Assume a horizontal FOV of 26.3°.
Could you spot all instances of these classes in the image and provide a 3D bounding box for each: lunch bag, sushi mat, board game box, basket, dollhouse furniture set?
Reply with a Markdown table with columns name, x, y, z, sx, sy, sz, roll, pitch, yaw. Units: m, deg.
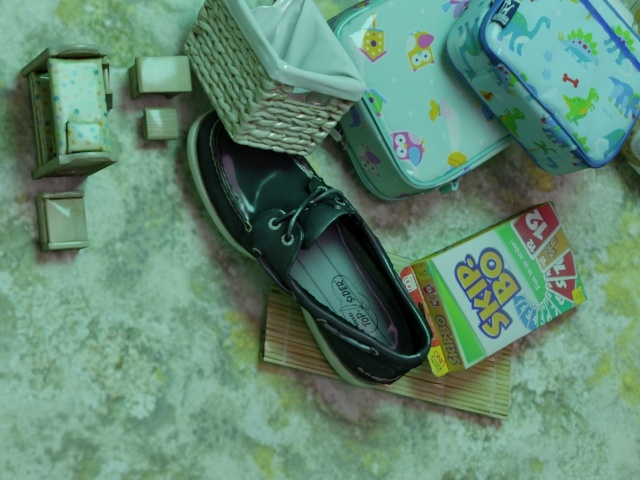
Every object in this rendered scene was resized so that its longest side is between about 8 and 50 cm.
| name | x | y | z | sx | sy | sz | roll | pitch | yaw |
| --- | --- | --- | --- | --- | --- | --- | --- | --- | --- |
| lunch bag | 0.250 | -0.195 | 1.453 | 0.219 | 0.090 | 0.176 | 46 | 63 | -18 |
| sushi mat | 0.082 | 0.090 | 1.484 | 0.316 | 0.019 | 0.151 | 17 | 76 | -25 |
| board game box | 0.194 | 0.050 | 1.509 | 0.259 | 0.039 | 0.124 | -23 | 94 | -40 |
| basket | -0.051 | -0.175 | 1.358 | 0.113 | 0.103 | 0.167 | 8 | 40 | -39 |
| dollhouse furniture set | -0.187 | -0.090 | 1.319 | 0.161 | 0.101 | 0.182 | -5 | 85 | -28 |
| lunch bag | 0.127 | -0.176 | 1.495 | 0.279 | 0.108 | 0.224 | -32 | 101 | -27 |

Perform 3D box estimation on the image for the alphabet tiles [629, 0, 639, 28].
| name | x | y | z | sx | sy | sz | roll | pitch | yaw |
| --- | --- | --- | --- | --- | --- | --- | --- | --- | --- |
| alphabet tiles | 0.385 | -0.375 | 1.715 | 0.198 | 0.009 | 0.237 | 47 | 65 | -15 |

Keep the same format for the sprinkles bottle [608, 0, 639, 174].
| name | x | y | z | sx | sy | sz | roll | pitch | yaw |
| --- | --- | --- | --- | --- | --- | --- | --- | --- | --- |
| sprinkles bottle | 0.406 | -0.138 | 1.630 | 0.355 | 0.121 | 0.121 | 43 | 66 | -17 |

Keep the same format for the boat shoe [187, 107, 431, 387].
| name | x | y | z | sx | sy | sz | roll | pitch | yaw |
| --- | --- | --- | --- | --- | --- | --- | --- | --- | --- |
| boat shoe | -0.003 | 0.003 | 1.376 | 0.127 | 0.113 | 0.340 | -35 | 99 | -28 |
